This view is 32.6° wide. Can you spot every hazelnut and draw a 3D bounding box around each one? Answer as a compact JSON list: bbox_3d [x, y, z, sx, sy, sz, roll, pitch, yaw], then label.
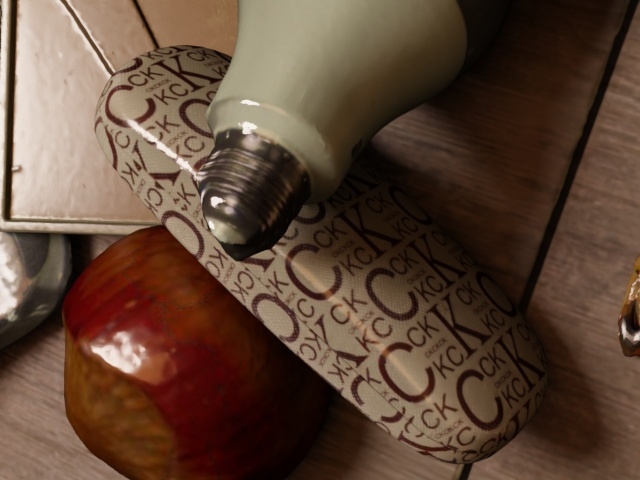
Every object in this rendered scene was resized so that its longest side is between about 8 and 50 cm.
[{"bbox_3d":[-0.092,0.095,0.768,0.170,0.160,0.202,-20,118,31],"label":"hazelnut"}]

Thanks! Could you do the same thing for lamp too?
[{"bbox_3d":[0.010,-0.118,0.689,0.182,0.182,0.314,19,75,21],"label":"lamp"}]

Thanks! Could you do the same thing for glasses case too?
[{"bbox_3d":[0.000,0.000,0.722,0.354,0.137,0.085,43,131,10],"label":"glasses case"}]

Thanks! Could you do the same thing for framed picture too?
[{"bbox_3d":[-0.137,-0.147,0.820,0.213,0.016,0.289,2,91,5],"label":"framed picture"}]

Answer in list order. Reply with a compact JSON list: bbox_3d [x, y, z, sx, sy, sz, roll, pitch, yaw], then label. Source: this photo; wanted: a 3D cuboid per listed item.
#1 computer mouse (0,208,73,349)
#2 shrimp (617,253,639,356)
[{"bbox_3d":[-0.301,0.033,0.881,0.379,0.090,0.167,-28,85,3],"label":"computer mouse"},{"bbox_3d":[0.254,0.071,0.689,0.124,0.034,0.178,-15,80,22],"label":"shrimp"}]
